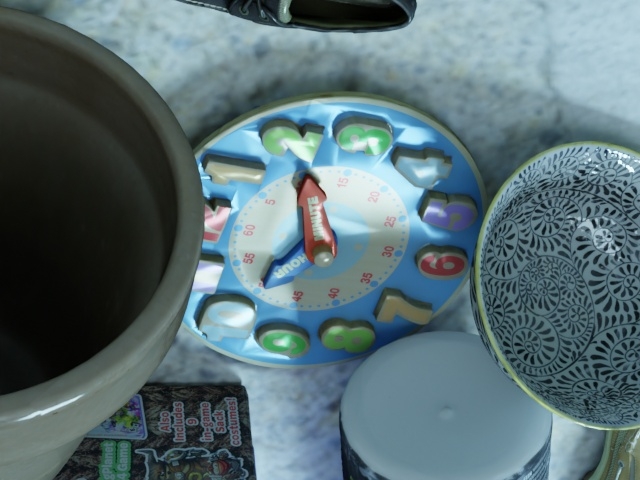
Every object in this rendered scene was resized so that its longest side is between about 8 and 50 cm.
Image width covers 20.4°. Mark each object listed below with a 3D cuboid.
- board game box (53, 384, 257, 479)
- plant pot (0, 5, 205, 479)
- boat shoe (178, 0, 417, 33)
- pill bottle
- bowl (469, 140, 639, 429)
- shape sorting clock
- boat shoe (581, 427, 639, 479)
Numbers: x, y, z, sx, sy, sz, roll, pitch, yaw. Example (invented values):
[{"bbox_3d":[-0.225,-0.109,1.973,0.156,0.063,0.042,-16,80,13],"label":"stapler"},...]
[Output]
[{"bbox_3d":[-0.192,0.223,1.140,0.291,0.141,0.232,1,127,-8],"label":"board game box"},{"bbox_3d":[-0.199,0.039,0.957,0.263,0.263,0.229,0,145,-8],"label":"plant pot"},{"bbox_3d":[-0.021,-0.140,0.941,0.152,0.049,0.056,2,128,-8],"label":"boat shoe"},{"bbox_3d":[0.080,0.184,1.146,0.130,0.130,0.246,-6,135,-3],"label":"pill bottle"},{"bbox_3d":[0.149,0.032,1.057,0.170,0.170,0.080,17,162,-20],"label":"bowl"},{"bbox_3d":[0.000,0.000,1.058,0.206,0.040,0.206,-4,128,-5],"label":"shape sorting clock"},{"bbox_3d":[0.223,0.156,1.188,0.068,0.072,0.190,6,126,-12],"label":"boat shoe"}]
